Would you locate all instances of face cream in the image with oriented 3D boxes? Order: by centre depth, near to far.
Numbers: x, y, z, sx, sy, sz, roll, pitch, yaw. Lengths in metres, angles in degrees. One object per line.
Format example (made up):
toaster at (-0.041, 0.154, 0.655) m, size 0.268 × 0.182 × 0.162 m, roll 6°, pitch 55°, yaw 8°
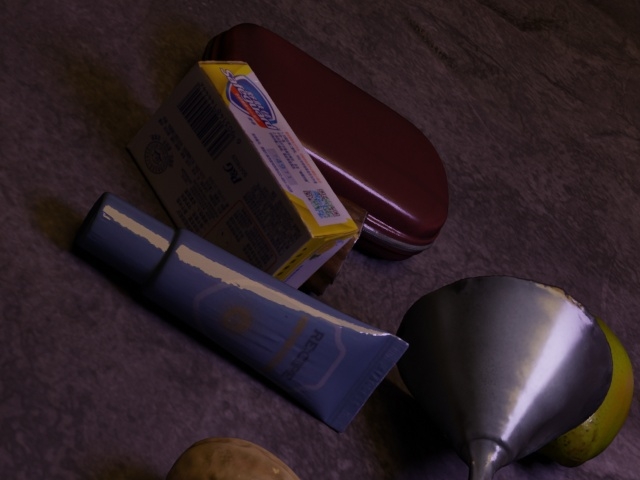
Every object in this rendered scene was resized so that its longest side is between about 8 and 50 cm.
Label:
face cream at (-0.094, 0.073, 1.616) m, size 0.385 × 0.135 × 0.086 m, roll 32°, pitch 14°, yaw -14°

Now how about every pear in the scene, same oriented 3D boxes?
pear at (0.327, 0.203, 1.910) m, size 0.187 × 0.187 × 0.219 m, roll 24°, pitch 46°, yaw -32°

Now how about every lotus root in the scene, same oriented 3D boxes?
lotus root at (-0.001, 0.002, 1.805) m, size 0.081 × 0.112 × 0.122 m, roll 24°, pitch 33°, yaw -4°

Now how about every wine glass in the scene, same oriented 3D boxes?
wine glass at (0.178, 0.261, 1.606) m, size 0.267 × 0.267 × 0.406 m, roll 38°, pitch 38°, yaw -13°

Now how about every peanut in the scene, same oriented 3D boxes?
peanut at (-0.030, 0.318, 1.386) m, size 0.305 × 0.147 × 0.147 m, roll 43°, pitch 31°, yaw -5°

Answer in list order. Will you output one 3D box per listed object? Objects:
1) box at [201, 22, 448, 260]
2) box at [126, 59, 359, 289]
box at (0.004, -0.131, 1.959) m, size 0.404 × 0.108 × 0.263 m, roll 31°, pitch 34°, yaw -24°
box at (-0.096, -0.064, 1.713) m, size 0.097 × 0.168 × 0.265 m, roll -11°, pitch 61°, yaw -52°
